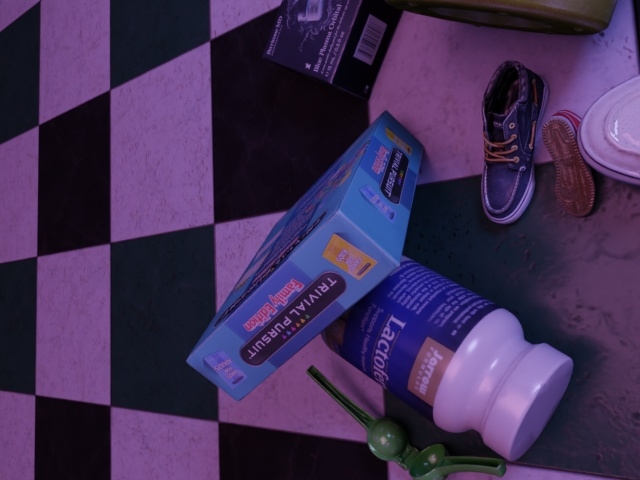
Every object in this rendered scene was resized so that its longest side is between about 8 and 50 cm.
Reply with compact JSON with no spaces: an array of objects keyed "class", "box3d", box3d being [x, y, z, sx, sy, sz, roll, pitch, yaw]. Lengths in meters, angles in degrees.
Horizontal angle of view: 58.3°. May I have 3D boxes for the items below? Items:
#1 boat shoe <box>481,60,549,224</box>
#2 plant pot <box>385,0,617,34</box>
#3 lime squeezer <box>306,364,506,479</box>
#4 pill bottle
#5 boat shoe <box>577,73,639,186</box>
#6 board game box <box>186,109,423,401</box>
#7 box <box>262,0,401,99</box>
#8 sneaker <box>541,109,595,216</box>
[{"class":"boat shoe","box3d":[0.214,-0.113,0.671,0.065,0.083,0.184,12,95,39]},{"class":"plant pot","box3d":[0.205,-0.398,0.558,0.366,0.366,0.353,24,113,38]},{"class":"lime squeezer","box3d":[0.098,0.254,0.730,0.310,0.110,0.059,15,62,47]},{"class":"pill bottle","box3d":[0.138,0.124,0.670,0.264,0.153,0.153,29,105,37]},{"class":"boat shoe","box3d":[0.394,-0.113,0.457,0.366,0.156,0.136,2,86,34]},{"class":"board game box","box3d":[0.000,0.000,0.696,0.079,0.336,0.254,41,119,-9]},{"class":"box","box3d":[0.017,-0.311,0.843,0.158,0.093,0.156,32,107,38]},{"class":"sneaker","box3d":[0.284,-0.090,0.645,0.042,0.067,0.119,-10,110,36]}]
